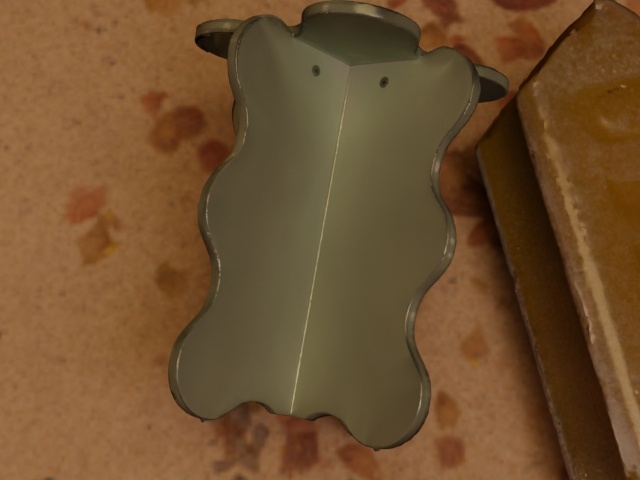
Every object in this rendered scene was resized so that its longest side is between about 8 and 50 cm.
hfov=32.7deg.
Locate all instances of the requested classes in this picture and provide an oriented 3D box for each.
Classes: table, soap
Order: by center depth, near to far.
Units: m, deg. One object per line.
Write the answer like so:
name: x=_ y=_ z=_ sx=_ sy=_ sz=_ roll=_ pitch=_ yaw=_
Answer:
table: x=0.000 y=0.000 z=0.561 sx=0.167 sy=0.166 sz=0.198 roll=10 pitch=82 yaw=-1
soap: x=0.184 y=-0.003 z=0.597 sx=0.160 sy=0.080 sz=0.257 roll=-10 pitch=76 yaw=-19
